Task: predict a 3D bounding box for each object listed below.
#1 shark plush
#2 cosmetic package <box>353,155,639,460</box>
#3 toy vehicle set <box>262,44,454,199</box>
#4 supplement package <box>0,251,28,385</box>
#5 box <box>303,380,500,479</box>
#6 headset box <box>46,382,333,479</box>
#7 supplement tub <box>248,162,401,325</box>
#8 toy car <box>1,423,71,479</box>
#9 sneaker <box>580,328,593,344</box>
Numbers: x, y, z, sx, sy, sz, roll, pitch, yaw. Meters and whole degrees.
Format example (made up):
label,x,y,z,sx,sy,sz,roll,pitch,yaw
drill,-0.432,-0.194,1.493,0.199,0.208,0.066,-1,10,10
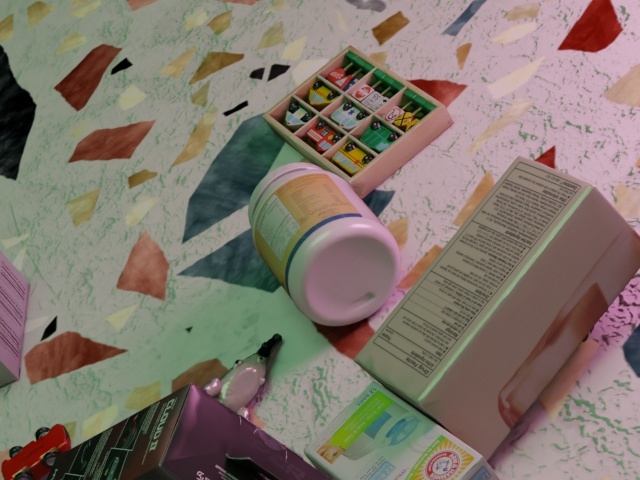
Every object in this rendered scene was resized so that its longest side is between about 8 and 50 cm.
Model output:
label,x,y,z,sx,sy,sz,roll,pitch,yaw
shark plush,-0.105,0.168,2.121,0.161,0.073,0.067,-63,14,-26
cosmetic package,0.196,0.071,1.875,0.296,0.129,0.153,-50,32,-5
toy vehicle set,0.048,-0.166,2.390,0.166,0.035,0.267,-40,36,-8
supplement package,-0.534,0.115,2.435,0.194,0.149,0.203,-23,38,15
box,0.096,0.252,1.819,0.114,0.103,0.203,-44,37,-11
headset box,-0.132,0.278,1.800,0.293,0.218,0.110,-30,31,43
supplement tub,0.000,0.000,2.147,0.144,0.144,0.200,-36,35,-1
toy car,-0.435,0.325,2.201,0.225,0.053,0.239,7,53,43
sneaker,0.267,0.107,1.919,0.083,0.031,0.035,-16,7,39
